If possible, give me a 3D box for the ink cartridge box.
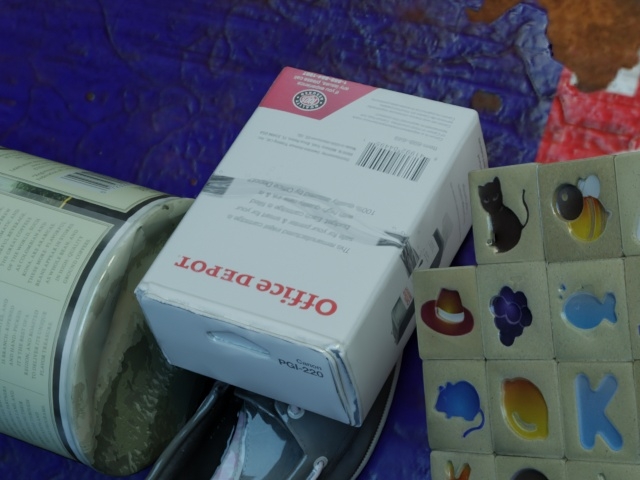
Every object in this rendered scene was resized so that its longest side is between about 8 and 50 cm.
[{"bbox_3d":[0.000,0.000,1.138,0.158,0.092,0.218,16,55,25],"label":"ink cartridge box"}]

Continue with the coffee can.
[{"bbox_3d":[-0.229,0.034,1.205,0.275,0.201,0.201,16,83,25],"label":"coffee can"}]

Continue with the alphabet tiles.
[{"bbox_3d":[0.161,0.123,0.941,0.285,0.011,0.342,-6,90,51],"label":"alphabet tiles"}]

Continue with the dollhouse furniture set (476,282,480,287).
[{"bbox_3d":[0.305,0.036,1.014,0.374,0.152,0.201,-28,68,13],"label":"dollhouse furniture set"}]

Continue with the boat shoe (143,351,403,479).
[{"bbox_3d":[-0.054,0.163,1.157,0.112,0.095,0.335,32,90,28],"label":"boat shoe"}]
